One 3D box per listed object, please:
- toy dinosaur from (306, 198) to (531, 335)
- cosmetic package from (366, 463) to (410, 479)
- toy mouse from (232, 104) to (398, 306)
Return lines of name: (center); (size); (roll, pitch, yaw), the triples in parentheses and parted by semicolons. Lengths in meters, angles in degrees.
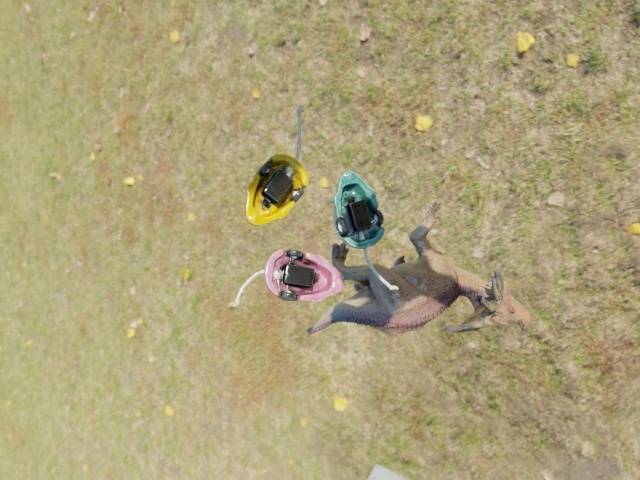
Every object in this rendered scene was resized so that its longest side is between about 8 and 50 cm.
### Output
toy dinosaur: (0.131, 0.077, 0.756); (0.127, 0.296, 0.200); (83, 161, -48)
cosmetic package: (0.134, 0.272, 0.308); (0.197, 0.155, 0.365); (36, 161, -8)
toy mouse: (0.000, 0.000, 0.443); (0.161, 0.143, 0.031); (-61, 13, -18)
